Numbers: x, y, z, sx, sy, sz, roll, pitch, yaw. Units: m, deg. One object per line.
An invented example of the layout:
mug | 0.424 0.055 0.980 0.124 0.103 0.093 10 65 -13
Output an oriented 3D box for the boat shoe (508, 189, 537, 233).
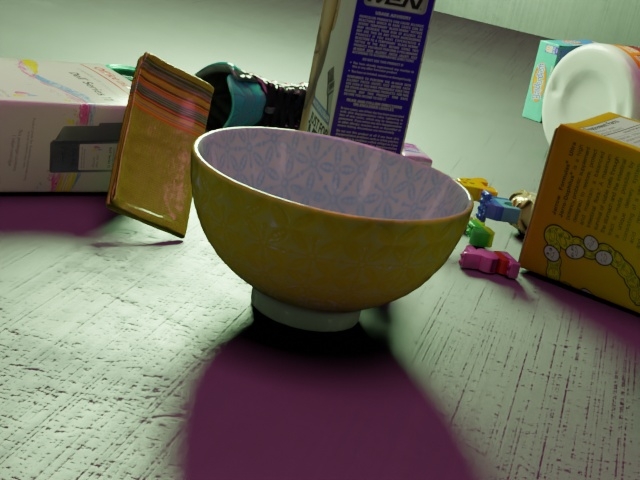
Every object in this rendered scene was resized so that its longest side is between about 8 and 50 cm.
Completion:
boat shoe | 0.284 -0.035 1.731 0.059 0.063 0.170 11 9 3

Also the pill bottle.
pill bottle | 0.608 -0.230 2.247 0.392 0.224 0.224 -2 23 -36

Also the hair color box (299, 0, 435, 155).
hair color box | 0.050 -0.199 1.613 0.110 0.338 0.185 8 19 -14

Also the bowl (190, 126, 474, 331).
bowl | 0.000 0.000 1.281 0.290 0.156 0.289 11 18 -3

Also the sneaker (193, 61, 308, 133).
sneaker | -0.079 -0.198 1.865 0.296 0.123 0.178 9 12 17

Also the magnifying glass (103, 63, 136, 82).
magnifying glass | -0.283 -0.252 2.061 0.092 0.026 0.231 -2 24 -37

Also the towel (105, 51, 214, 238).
towel | -0.185 -0.116 1.481 0.102 0.021 0.237 22 50 -21

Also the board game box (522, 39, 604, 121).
board game box | 0.501 -0.330 2.585 0.047 0.160 0.210 24 21 32

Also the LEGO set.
LEGO set | 0.181 -0.037 1.619 0.093 0.087 0.227 7 18 -16

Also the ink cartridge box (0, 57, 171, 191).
ink cartridge box | -0.330 -0.146 1.561 0.354 0.119 0.207 -2 23 -37

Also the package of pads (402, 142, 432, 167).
package of pads | 0.137 -0.128 1.950 0.050 0.032 0.083 9 18 -17

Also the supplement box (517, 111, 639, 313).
supplement box | 0.459 -0.010 1.546 0.357 0.195 0.194 23 21 27
